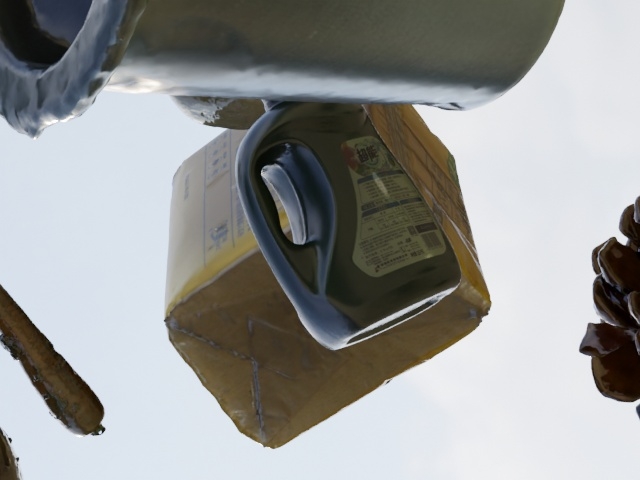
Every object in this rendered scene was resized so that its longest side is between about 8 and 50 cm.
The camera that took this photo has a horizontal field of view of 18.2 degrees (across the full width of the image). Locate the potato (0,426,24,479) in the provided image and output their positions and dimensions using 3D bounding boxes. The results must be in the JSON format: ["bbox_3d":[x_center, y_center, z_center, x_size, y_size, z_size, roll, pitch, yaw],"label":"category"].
[{"bbox_3d":[-0.384,0.194,1.873,0.262,0.165,0.165,36,-141,-24],"label":"potato"}]

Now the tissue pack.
[{"bbox_3d":[0.000,0.000,2.110,0.228,0.293,0.382,54,-168,-20],"label":"tissue pack"}]

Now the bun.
[{"bbox_3d":[-0.084,-0.203,1.976,0.113,0.166,0.173,53,-144,-62],"label":"bun"}]

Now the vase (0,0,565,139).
[{"bbox_3d":[-0.025,-0.176,1.093,0.291,0.245,0.245,1,-102,-32],"label":"vase"}]

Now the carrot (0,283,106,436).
[{"bbox_3d":[-0.287,0.087,1.901,0.254,0.049,0.049,54,-156,-8],"label":"carrot"}]

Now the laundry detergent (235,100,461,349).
[{"bbox_3d":[0.001,-0.040,1.423,0.144,0.078,0.222,-23,-100,-39],"label":"laundry detergent"}]

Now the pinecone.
[{"bbox_3d":[0.490,0.053,2.237,0.384,0.384,0.384,-10,-90,-71],"label":"pinecone"}]
